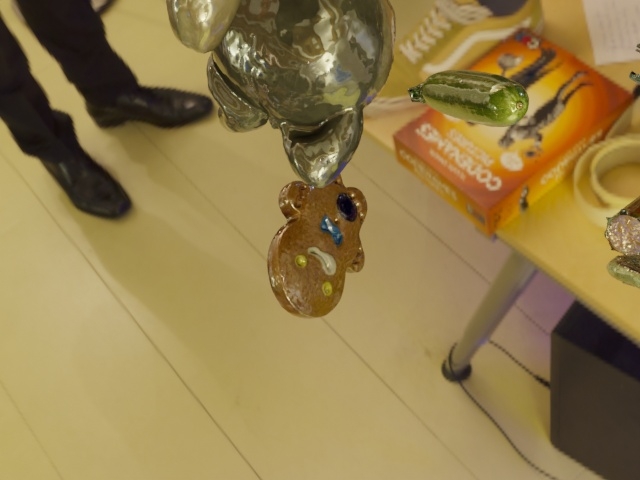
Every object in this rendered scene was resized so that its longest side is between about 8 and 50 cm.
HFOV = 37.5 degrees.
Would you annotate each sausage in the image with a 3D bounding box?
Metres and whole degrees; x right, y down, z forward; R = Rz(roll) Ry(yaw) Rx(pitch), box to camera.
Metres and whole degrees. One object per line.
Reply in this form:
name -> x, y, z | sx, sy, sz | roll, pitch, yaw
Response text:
sausage -> 0.605, -0.084, 1.585 | 0.082, 0.082, 0.372 | 34, 46, 30

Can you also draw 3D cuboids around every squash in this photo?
squash -> 0.193, -0.186, 1.213 | 0.066, 0.066, 0.252 | -34, 23, -10

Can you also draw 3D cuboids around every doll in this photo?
doll -> -0.058, -0.268, 1.009 | 0.252, 0.379, 0.382 | 27, 106, 42

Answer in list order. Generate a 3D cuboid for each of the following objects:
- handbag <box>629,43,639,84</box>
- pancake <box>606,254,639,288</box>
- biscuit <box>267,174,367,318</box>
handbag -> 0.671, -0.229, 1.530 | 0.269, 0.274, 0.100 | 24, 102, 41
pancake -> 0.606, 0.069, 1.597 | 0.254, 0.253, 0.037 | 14, 103, 22
biscuit -> 0.000, 0.000, 1.312 | 0.039, 0.180, 0.236 | -9, 48, 42
